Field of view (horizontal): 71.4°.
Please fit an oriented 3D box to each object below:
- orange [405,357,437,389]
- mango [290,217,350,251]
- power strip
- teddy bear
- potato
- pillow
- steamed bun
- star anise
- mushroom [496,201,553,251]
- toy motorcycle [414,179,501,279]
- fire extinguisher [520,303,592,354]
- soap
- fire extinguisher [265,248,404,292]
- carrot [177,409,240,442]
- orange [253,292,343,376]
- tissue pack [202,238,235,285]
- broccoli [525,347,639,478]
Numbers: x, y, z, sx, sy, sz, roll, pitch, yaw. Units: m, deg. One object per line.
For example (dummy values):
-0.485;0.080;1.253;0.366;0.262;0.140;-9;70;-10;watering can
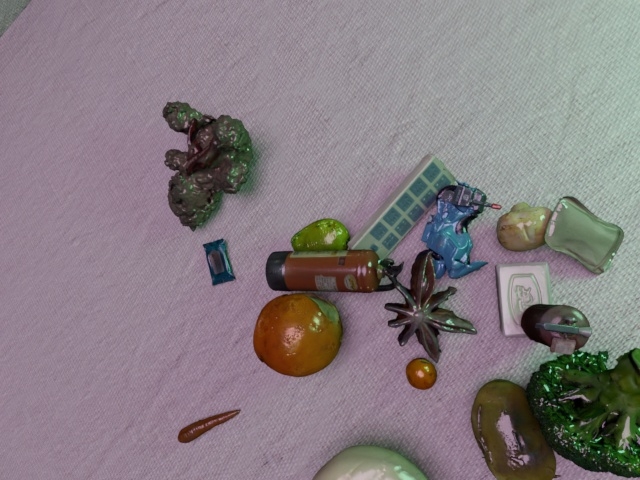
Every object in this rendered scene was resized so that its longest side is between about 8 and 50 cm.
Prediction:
0.261;0.346;1.157;0.084;0.083;0.083;-2;82;18;orange
0.000;0.000;1.278;0.178;0.100;0.119;-10;91;23;mango
0.215;-0.072;1.219;0.367;0.106;0.043;-49;27;7;power strip
-0.372;-0.214;1.376;0.357;0.224;0.367;27;94;33;teddy bear
0.448;0.456;1.048;0.169;0.143;0.248;-9;75;-6;potato
0.624;-0.009;1.053;0.233;0.038;0.130;24;95;-19;pillow
0.124;0.661;1.084;0.334;0.233;0.312;-31;72;3;steamed bun
0.268;0.186;1.138;0.198;0.110;0.257;-36;97;7;star anise
0.503;-0.032;1.097;0.148;0.148;0.112;-18;59;15;mushroom
0.357;-0.016;1.153;0.182;0.123;0.272;19;93;32;toy motorcycle
0.490;0.182;0.940;0.105;0.269;0.104;-2;83;15;fire extinguisher
0.507;0.147;1.114;0.121;0.064;0.183;-5;82;15;soap
0.056;0.083;1.201;0.376;0.200;0.113;-2;84;23;fire extinguisher
-0.337;0.555;1.347;0.216;0.048;0.048;-28;75;8;carrot
-0.058;0.248;1.194;0.240;0.240;0.240;-2;82;18;orange
-0.322;0.068;1.414;0.085;0.028;0.138;-16;83;19;tissue pack
0.606;0.343;0.942;0.297;0.297;0.297;38;131;19;broccoli
